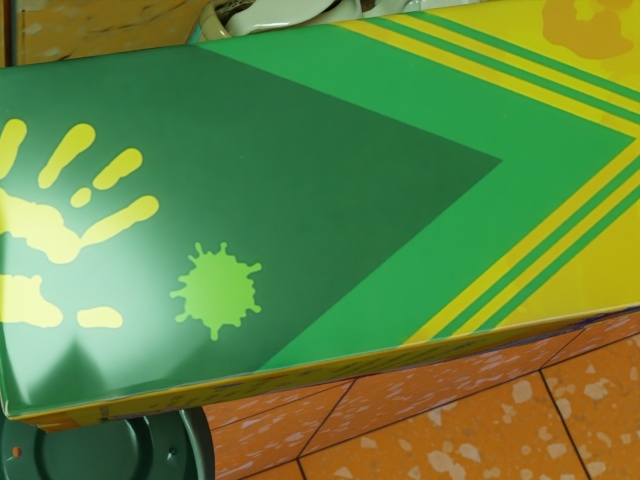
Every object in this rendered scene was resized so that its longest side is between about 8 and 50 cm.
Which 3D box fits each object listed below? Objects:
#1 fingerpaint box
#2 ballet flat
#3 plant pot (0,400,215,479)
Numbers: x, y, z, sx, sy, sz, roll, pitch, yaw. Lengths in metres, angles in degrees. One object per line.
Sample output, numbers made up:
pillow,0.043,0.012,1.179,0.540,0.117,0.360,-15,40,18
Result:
fingerpaint box,0.000,0.000,0.833,0.371,0.163,0.445,-9,173,-9
ballet flat,0.030,-0.130,0.846,0.232,0.080,0.073,-17,152,-21
plant pot,-0.219,0.195,1.192,0.293,0.293,0.235,-25,177,5
